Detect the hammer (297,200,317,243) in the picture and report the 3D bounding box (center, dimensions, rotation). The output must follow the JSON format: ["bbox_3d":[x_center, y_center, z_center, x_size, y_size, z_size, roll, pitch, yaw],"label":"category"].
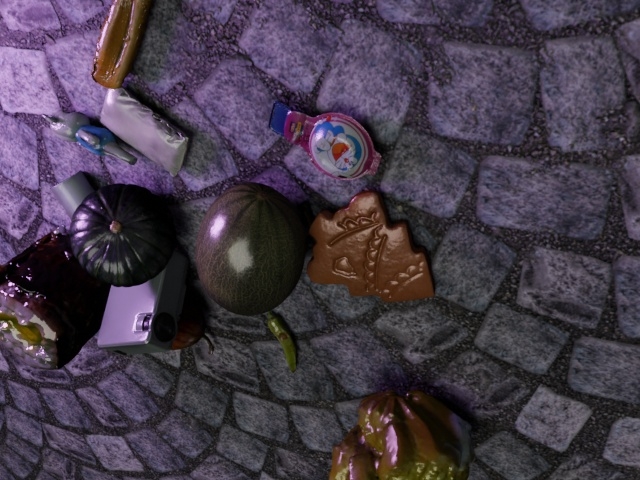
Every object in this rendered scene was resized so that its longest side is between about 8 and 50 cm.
[{"bbox_3d":[0.000,0.000,1.556,0.078,0.021,0.201,-5,121,30],"label":"hammer"}]

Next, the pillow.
[{"bbox_3d":[-0.395,-0.249,1.559,0.229,0.051,0.128,37,130,0],"label":"pillow"}]

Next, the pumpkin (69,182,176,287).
[{"bbox_3d":[-0.464,-0.007,1.650,0.250,0.250,0.216,28,150,6],"label":"pumpkin"}]

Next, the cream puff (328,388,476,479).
[{"bbox_3d":[0.172,0.509,1.647,0.378,0.378,0.275,-19,112,36],"label":"cream puff"}]

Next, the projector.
[{"bbox_3d":[-0.436,0.154,1.742,0.192,0.257,0.099,-10,150,33],"label":"projector"}]

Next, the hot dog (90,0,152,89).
[{"bbox_3d":[-0.400,-0.435,1.419,0.083,0.068,0.289,21,130,-18],"label":"hot dog"}]

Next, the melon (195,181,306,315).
[{"bbox_3d":[-0.149,0.020,1.502,0.237,0.237,0.302,21,129,12],"label":"melon"}]

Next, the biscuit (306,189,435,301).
[{"bbox_3d":[0.116,0.038,1.495,0.306,0.043,0.284,31,126,-1],"label":"biscuit"}]

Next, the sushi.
[{"bbox_3d":[-0.717,0.154,1.854,0.299,0.294,0.281,40,135,-3],"label":"sushi"}]

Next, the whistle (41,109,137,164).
[{"bbox_3d":[-0.527,-0.240,1.607,0.235,0.114,0.077,27,92,8],"label":"whistle"}]

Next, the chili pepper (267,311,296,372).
[{"bbox_3d":[-0.087,0.269,1.783,0.049,0.043,0.208,-10,119,18],"label":"chili pepper"}]

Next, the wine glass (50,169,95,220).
[{"bbox_3d":[-0.578,-0.058,1.757,0.103,0.103,0.231,-20,109,36],"label":"wine glass"}]

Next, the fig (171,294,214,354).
[{"bbox_3d":[-0.361,0.216,1.826,0.202,0.148,0.149,8,164,-20],"label":"fig"}]

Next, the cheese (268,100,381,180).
[{"bbox_3d":[0.006,-0.199,1.383,0.244,0.062,0.155,28,133,8],"label":"cheese"}]
